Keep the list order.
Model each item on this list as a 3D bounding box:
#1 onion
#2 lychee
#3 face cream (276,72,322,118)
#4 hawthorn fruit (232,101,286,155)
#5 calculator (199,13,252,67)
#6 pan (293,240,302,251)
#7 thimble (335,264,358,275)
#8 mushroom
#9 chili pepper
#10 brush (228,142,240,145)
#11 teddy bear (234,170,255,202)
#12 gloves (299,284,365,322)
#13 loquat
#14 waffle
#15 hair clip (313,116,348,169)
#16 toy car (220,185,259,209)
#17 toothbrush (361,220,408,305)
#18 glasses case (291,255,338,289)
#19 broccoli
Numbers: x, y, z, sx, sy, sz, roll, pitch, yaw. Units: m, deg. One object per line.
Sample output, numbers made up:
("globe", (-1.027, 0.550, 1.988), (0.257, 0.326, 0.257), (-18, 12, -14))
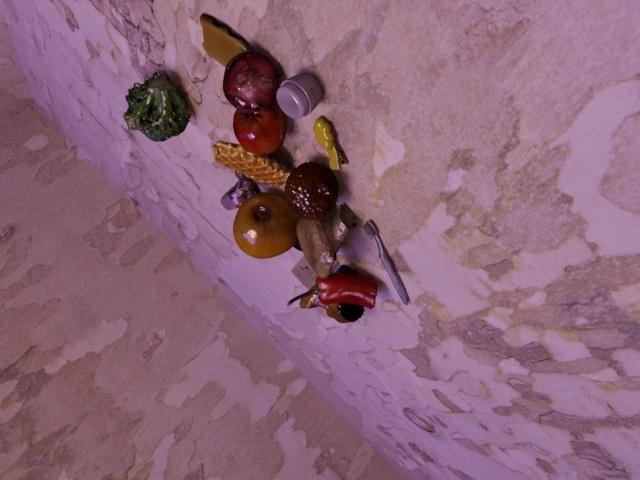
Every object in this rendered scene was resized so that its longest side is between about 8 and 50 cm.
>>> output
("onion", (-0.207, -0.479, 1.589), (0.184, 0.184, 0.147), (46, -169, -1))
("lychee", (-0.029, -0.163, 1.732), (0.200, 0.200, 0.238), (54, 160, -17))
("face cream", (-0.061, -0.418, 1.501), (0.117, 0.104, 0.117), (34, 151, 22))
("hawthorn fruit", (-0.188, -0.361, 1.708), (0.179, 0.179, 0.200), (23, 162, 38))
("calculator", (-0.299, -0.611, 1.655), (0.237, 0.033, 0.157), (37, 152, 14))
("pan", (-0.142, -0.030, 2.271), (0.235, 0.028, 0.136), (35, 152, 20))
("thimble", (0.107, 0.155, 2.132), (0.104, 0.066, 0.095), (18, 144, 39))
("mushroom", (-0.005, 0.008, 1.883), (0.212, 0.217, 0.292), (29, 152, -11))
("chili pepper", (0.046, 0.182, 2.006), (0.339, 0.134, 0.131), (6, 121, -6))
("brush", (-0.306, -0.346, 2.020), (0.313, 0.067, 0.072), (13, 141, 51))
("teddy bear", (-0.302, -0.235, 2.137), (0.119, 0.078, 0.160), (-34, 61, 36))
("gloves", (0.049, 0.263, 2.260), (0.203, 0.155, 0.357), (37, 159, -31))
("loquat", (-0.215, -0.059, 2.082), (0.275, 0.275, 0.274), (35, 152, 21))
("waffle", (-0.248, -0.272, 1.896), (0.310, 0.065, 0.283), (20, 170, 1))
("hair clip", (0.024, -0.301, 1.614), (0.072, 0.046, 0.173), (10, 135, 45))
("toy car", (-0.351, -0.190, 2.255), (0.210, 0.108, 0.089), (-5, 123, 56))
("toothbrush", (0.243, 0.091, 1.872), (0.035, 0.042, 0.413), (12, 141, 49))
("glasses case", (-0.031, 0.118, 2.273), (0.131, 0.070, 0.313), (45, 154, 1))
("broccoli", (-0.640, -0.526, 2.045), (0.294, 0.265, 0.245), (58, 148, 31))
